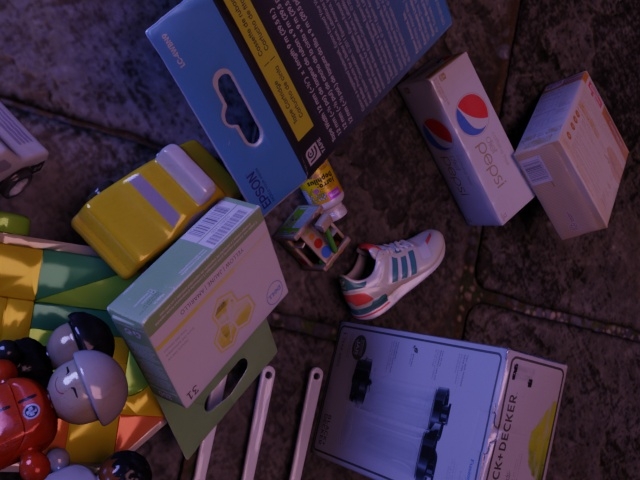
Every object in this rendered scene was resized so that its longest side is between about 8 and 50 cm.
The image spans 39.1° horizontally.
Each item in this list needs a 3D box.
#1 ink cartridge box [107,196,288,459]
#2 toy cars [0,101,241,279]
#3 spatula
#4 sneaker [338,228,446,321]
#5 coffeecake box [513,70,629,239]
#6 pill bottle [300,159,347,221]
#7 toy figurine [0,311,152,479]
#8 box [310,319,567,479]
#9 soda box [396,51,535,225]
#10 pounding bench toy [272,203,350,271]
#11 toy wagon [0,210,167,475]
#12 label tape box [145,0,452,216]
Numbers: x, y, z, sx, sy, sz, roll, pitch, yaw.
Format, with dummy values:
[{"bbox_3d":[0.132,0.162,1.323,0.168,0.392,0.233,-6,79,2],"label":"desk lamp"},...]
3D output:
[{"bbox_3d":[-0.099,0.098,0.896,0.171,0.056,0.235,-48,138,-33],"label":"ink cartridge box"},{"bbox_3d":[-0.232,-0.062,0.833,0.394,0.087,0.176,9,52,-32],"label":"toy cars"},{"bbox_3d":[-0.077,0.251,1.020,0.168,0.019,0.241,15,82,-26],"label":"spatula"},{"bbox_3d":[0.086,0.024,1.092,0.161,0.057,0.075,-40,116,-22],"label":"sneaker"},{"bbox_3d":[0.340,-0.116,1.204,0.142,0.068,0.185,55,42,-20],"label":"coffeecake box"},{"bbox_3d":[0.000,-0.063,1.044,0.043,0.043,0.083,-37,109,-26],"label":"pill bottle"},{"bbox_3d":[-0.210,0.178,0.738,0.148,0.213,0.209,-22,102,-15],"label":"toy figurine"},{"bbox_3d":[0.117,0.188,0.977,0.087,0.290,0.169,18,81,-31],"label":"box"},{"bbox_3d":[0.187,-0.126,1.146,0.074,0.069,0.216,-39,110,-26],"label":"soda box"},{"bbox_3d":[0.000,0.000,1.022,0.065,0.083,0.052,48,67,-23],"label":"pounding bench toy"},{"bbox_3d":[-0.300,0.107,0.845,0.345,0.068,0.267,11,85,-32],"label":"toy wagon"},{"bbox_3d":[-0.030,-0.230,0.946,0.347,0.115,0.249,-47,133,-20],"label":"label tape box"}]
